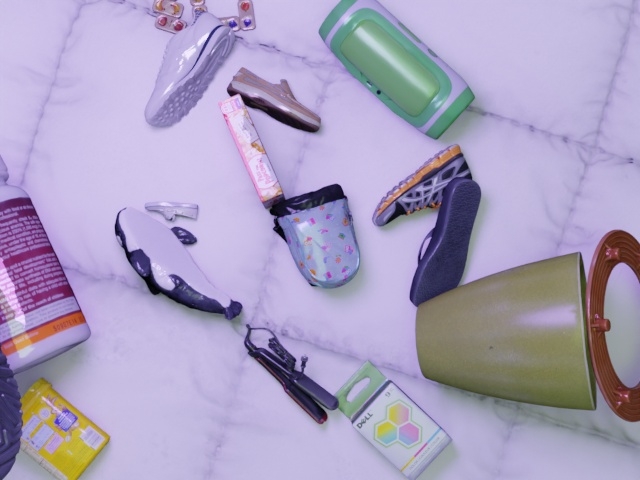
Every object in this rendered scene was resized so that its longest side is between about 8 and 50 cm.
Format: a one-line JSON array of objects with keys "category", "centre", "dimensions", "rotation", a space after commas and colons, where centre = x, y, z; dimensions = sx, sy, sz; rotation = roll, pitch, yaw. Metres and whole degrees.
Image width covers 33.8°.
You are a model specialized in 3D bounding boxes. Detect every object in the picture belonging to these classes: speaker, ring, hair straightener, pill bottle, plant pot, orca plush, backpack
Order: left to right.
[{"category": "pill bottle", "centre": [-0.585, 0.040, 1.866], "dimensions": [0.224, 0.224, 0.392], "rotation": [-25, 88, -2]}, {"category": "orca plush", "centre": [-0.274, 0.063, 1.953], "dimensions": [0.287, 0.102, 0.151], "rotation": [31, 42, -8]}, {"category": "hair straightener", "centre": [-0.051, 0.229, 1.939], "dimensions": [0.230, 0.047, 0.089], "rotation": [45, 119, 9]}, {"category": "backpack", "centre": [0.000, 0.000, 1.925], "dimensions": [0.152, 0.115, 0.182], "rotation": [-18, 90, -4]}, {"category": "speaker", "centre": [0.140, -0.323, 1.938], "dimensions": [0.296, 0.131, 0.131], "rotation": [43, 88, 2]}, {"category": "plant pot", "centre": [0.324, 0.170, 1.863], "dimensions": [0.293, 0.275, 0.275], "rotation": [-6, 87, 16]}, {"category": "ring", "centre": [0.544, 0.146, 1.836], "dimensions": [0.032, 0.336, 0.337], "rotation": [-6, 86, 38]}]

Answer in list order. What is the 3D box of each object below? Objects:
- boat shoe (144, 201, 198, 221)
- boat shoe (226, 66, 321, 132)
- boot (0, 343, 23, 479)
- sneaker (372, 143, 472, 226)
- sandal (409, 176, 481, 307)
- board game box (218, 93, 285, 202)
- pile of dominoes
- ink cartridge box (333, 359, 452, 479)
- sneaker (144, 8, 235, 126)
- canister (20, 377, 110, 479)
[{"category": "boat shoe", "centre": [-0.279, -0.053, 1.967], "dimensions": [0.100, 0.035, 0.035], "rotation": [4, 84, -7]}, {"category": "boat shoe", "centre": [-0.077, -0.269, 1.966], "dimensions": [0.190, 0.068, 0.072], "rotation": [27, 76, 1]}, {"category": "boot", "centre": [-0.706, 0.236, 1.781], "dimensions": [0.445, 0.146, 0.367], "rotation": [-10, 89, 38]}, {"category": "sneaker", "centre": [0.189, -0.088, 1.949], "dimensions": [0.215, 0.084, 0.083], "rotation": [-37, 97, -1]}, {"category": "sandal", "centre": [0.229, 0.005, 1.949], "dimensions": [0.097, 0.054, 0.255], "rotation": [16, 97, -34]}, {"category": "board game box", "centre": [-0.122, -0.158, 1.917], "dimensions": [0.045, 0.147, 0.193], "rotation": [-24, 87, -2]}, {"category": "pile of dominoes", "centre": [-0.235, -0.512, 1.988], "dimensions": [0.196, 0.040, 0.251], "rotation": [-8, 87, -1]}, {"category": "ink cartridge box", "centre": [0.128, 0.329, 1.933], "dimensions": [0.209, 0.062, 0.109], "rotation": [43, 89, 2]}, {"category": "sneaker", "centre": [-0.259, -0.318, 1.964], "dimensions": [0.095, 0.090, 0.235], "rotation": [36, 88, 17]}, {"category": "canister", "centre": [-0.485, 0.353, 1.925], "dimensions": [0.170, 0.073, 0.126], "rotation": [40, 88, 0]}]
